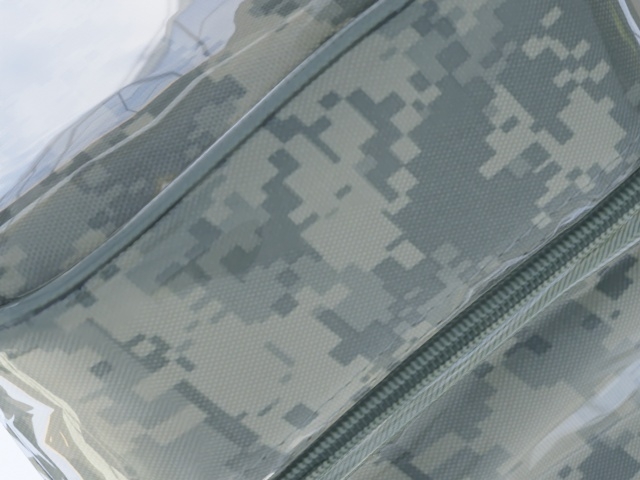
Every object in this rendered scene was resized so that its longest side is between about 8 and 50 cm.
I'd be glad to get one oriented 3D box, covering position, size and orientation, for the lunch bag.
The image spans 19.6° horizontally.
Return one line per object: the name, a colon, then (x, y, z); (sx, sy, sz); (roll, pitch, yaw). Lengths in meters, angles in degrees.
lunch bag: (0.000, 0.000, 0.593); (0.212, 0.305, 0.256); (-39, -59, -6)
